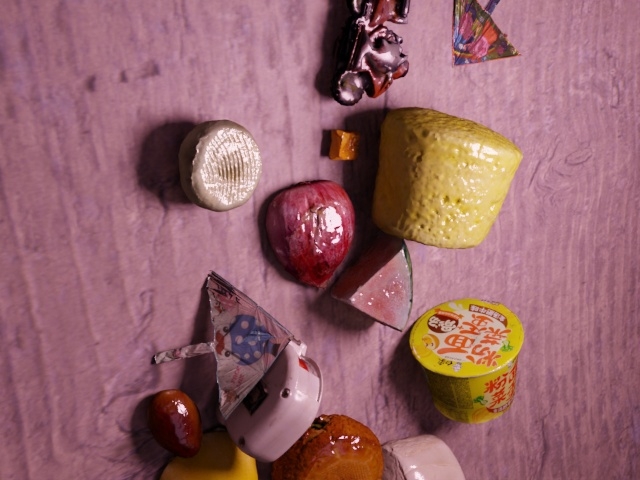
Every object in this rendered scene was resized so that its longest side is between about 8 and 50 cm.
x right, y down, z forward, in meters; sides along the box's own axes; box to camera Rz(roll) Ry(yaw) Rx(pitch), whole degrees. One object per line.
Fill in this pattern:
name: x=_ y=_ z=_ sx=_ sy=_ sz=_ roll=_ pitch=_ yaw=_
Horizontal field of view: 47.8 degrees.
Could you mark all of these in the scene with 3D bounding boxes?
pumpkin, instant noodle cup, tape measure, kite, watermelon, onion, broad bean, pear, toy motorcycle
pumpkin: x=0.053 y=-0.228 z=1.728 sx=0.083 sy=0.054 sz=0.074 roll=-8 pitch=111 yaw=-53
instant noodle cup: x=0.408 y=0.335 z=1.970 sx=0.311 sy=0.311 sz=0.222 roll=-30 pitch=127 yaw=-23
tape measure: x=-0.115 y=0.351 z=1.660 sx=0.130 sy=0.265 sz=0.258 roll=39 pitch=87 yaw=-30
kite: x=-0.215 y=0.231 z=1.620 sx=0.314 sy=0.011 sz=0.335 roll=-8 pitch=82 yaw=-2
watermelon: x=0.129 y=0.100 z=1.800 sx=0.201 sy=0.213 sz=0.262 roll=1 pitch=96 yaw=-16
onion: x=0.000 y=0.000 z=1.713 sx=0.227 sy=0.120 sz=0.284 roll=-21 pitch=113 yaw=-21
kite: x=0.415 y=-0.543 z=1.899 sx=0.321 sy=0.016 sz=0.234 roll=38 pitch=81 yaw=-33
broad bean: x=-0.327 y=0.412 z=1.629 sx=0.114 sy=0.084 sz=0.165 roll=-19 pitch=102 yaw=-28
pear: x=-0.234 y=0.594 z=1.683 sx=0.267 sy=0.178 sz=0.267 roll=-12 pitch=113 yaw=-31
toy motorcycle: x=0.141 y=-0.504 z=1.666 sx=0.207 sy=0.134 sz=0.401 roll=2 pitch=103 yaw=-33

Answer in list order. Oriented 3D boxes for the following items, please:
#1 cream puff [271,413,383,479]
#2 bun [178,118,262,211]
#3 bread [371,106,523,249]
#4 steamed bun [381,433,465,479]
cream puff: x=0.008 y=0.565 z=1.810 sx=0.303 sy=0.212 sz=0.303 roll=-11 pitch=116 yaw=-23
bun: x=-0.221 y=-0.162 z=1.532 sx=0.195 sy=0.118 sz=0.195 roll=-14 pitch=115 yaw=-33
bread: x=0.286 y=-0.148 z=1.730 sx=0.348 sy=0.348 sz=0.308 roll=8 pitch=103 yaw=-34
steamed bun: x=0.279 y=0.751 z=2.010 sx=0.247 sy=0.236 sz=0.384 roll=-5 pitch=104 yaw=-30
